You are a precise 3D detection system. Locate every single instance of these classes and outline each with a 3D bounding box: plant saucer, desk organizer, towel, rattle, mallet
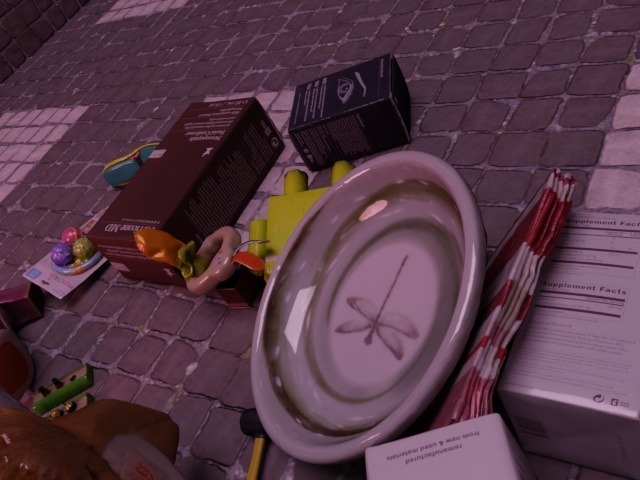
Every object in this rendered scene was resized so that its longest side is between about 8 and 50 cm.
[{"bbox_3d":[0.065,0.084,0.841,0.400,0.101,0.400,-35,41,38],"label":"plant saucer"},{"bbox_3d":[-0.124,0.047,1.127,0.047,0.050,0.130,-3,47,31],"label":"desk organizer"},{"bbox_3d":[0.187,0.099,0.756,0.037,0.237,0.329,27,61,7],"label":"towel"},{"bbox_3d":[-0.184,0.005,1.052,0.130,0.142,0.200,-46,18,-22],"label":"rattle"},{"bbox_3d":[-0.079,0.299,0.853,0.062,0.039,0.189,-17,45,23],"label":"mallet"}]

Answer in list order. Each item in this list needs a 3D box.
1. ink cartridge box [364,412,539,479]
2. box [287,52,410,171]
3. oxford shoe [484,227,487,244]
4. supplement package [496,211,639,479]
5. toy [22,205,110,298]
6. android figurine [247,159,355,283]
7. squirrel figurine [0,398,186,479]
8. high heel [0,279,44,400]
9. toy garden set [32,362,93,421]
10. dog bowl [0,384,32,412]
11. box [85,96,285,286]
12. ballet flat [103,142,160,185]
[{"bbox_3d":[0.145,0.329,0.522,0.131,0.226,0.306,-22,41,15],"label":"ink cartridge box"},{"bbox_3d":[0.058,-0.239,1.259,0.207,0.108,0.153,-13,43,21],"label":"box"},{"bbox_3d":[0.159,0.068,0.921,0.212,0.076,0.076,-58,13,-21],"label":"oxford shoe"},{"bbox_3d":[0.303,0.103,0.719,0.134,0.139,0.244,6,51,36],"label":"supplement package"},{"bbox_3d":[-0.488,0.003,1.376,0.137,0.056,0.237,21,50,33],"label":"toy"},{"bbox_3d":[0.000,0.000,1.058,0.248,0.056,0.272,-10,58,13],"label":"android figurine"},{"bbox_3d":[-0.319,0.367,0.671,0.370,0.397,0.281,-50,52,0],"label":"squirrel figurine"},{"bbox_3d":[-0.626,0.211,1.228,0.181,0.127,0.377,-21,25,-1],"label":"high heel"},{"bbox_3d":[-0.459,0.324,1.062,0.204,0.049,0.244,-30,39,3],"label":"toy garden set"},{"bbox_3d":[-0.456,0.346,0.810,0.102,0.348,0.348,23,59,10],"label":"dog bowl"},{"bbox_3d":[-0.251,-0.103,1.301,0.191,0.143,0.381,4,53,36],"label":"box"},{"bbox_3d":[-0.395,-0.184,1.534,0.231,0.077,0.077,-13,26,25],"label":"ballet flat"}]
